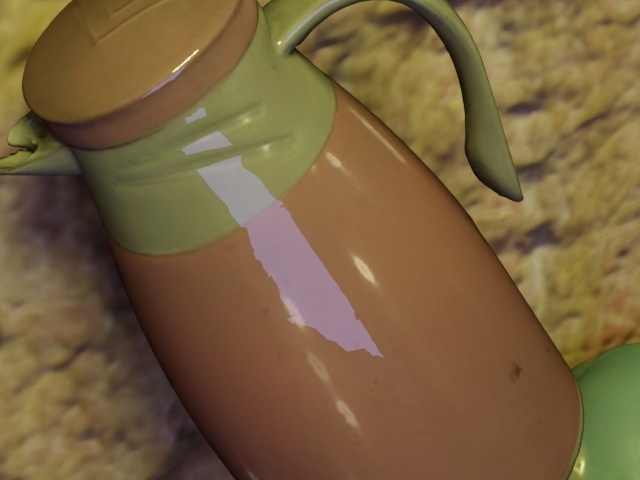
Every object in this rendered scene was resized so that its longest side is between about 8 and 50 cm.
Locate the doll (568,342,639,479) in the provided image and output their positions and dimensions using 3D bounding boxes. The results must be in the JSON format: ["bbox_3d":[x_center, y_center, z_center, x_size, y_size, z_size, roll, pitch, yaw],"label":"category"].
[{"bbox_3d":[0.194,0.174,0.861,0.161,0.260,0.177,32,104,-39],"label":"doll"}]

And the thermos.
[{"bbox_3d":[0.000,0.000,0.709,0.176,0.146,0.265,-31,127,1],"label":"thermos"}]
